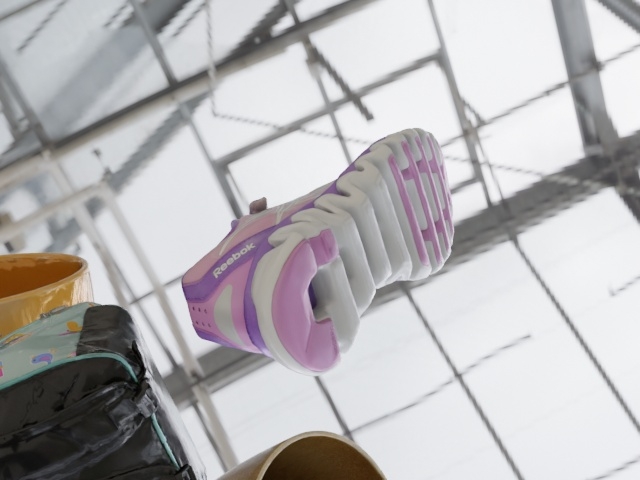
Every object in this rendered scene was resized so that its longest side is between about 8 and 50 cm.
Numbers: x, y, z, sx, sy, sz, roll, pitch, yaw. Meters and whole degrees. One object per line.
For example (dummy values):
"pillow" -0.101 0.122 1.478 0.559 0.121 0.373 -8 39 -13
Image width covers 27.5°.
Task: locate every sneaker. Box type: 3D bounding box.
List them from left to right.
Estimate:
"sneaker" 0.000 0.000 0.796 0.105 0.095 0.236 -5 -159 35

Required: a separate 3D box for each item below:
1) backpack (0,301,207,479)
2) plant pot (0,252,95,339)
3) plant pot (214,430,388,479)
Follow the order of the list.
"backpack" -0.182 0.138 0.839 0.188 0.165 0.144 -24 -156 -3
"plant pot" -0.270 0.123 1.032 0.205 0.187 0.205 -7 -169 1
"plant pot" -0.074 0.350 1.423 0.254 0.237 0.237 -23 -147 40
